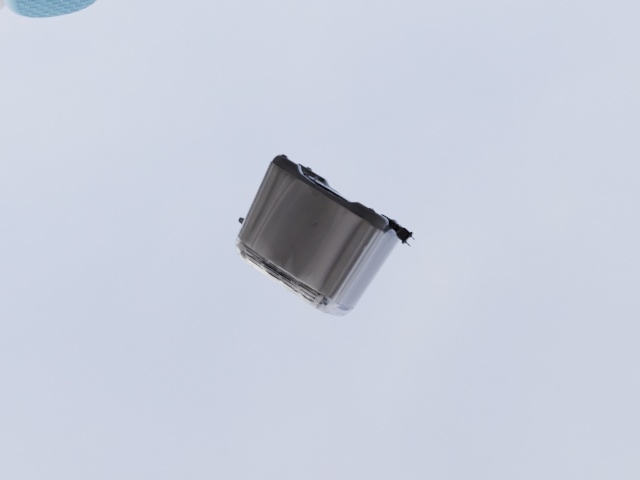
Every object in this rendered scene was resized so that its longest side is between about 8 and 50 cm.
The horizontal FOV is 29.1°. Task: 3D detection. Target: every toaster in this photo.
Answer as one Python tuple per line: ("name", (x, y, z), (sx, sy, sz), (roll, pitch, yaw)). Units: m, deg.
("toaster", (0.000, 0.000, 1.599), (0.227, 0.129, 0.146), (32, -85, 20))

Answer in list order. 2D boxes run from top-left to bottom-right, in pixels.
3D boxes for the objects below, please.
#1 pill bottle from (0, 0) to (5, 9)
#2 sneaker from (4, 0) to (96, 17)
("pill bottle", (-0.495, -0.432, 1.520), (0.181, 0.323, 0.181), (-41, -155, 24))
("sneaker", (-0.267, -0.357, 1.120), (0.127, 0.319, 0.208), (-10, -103, -17))
